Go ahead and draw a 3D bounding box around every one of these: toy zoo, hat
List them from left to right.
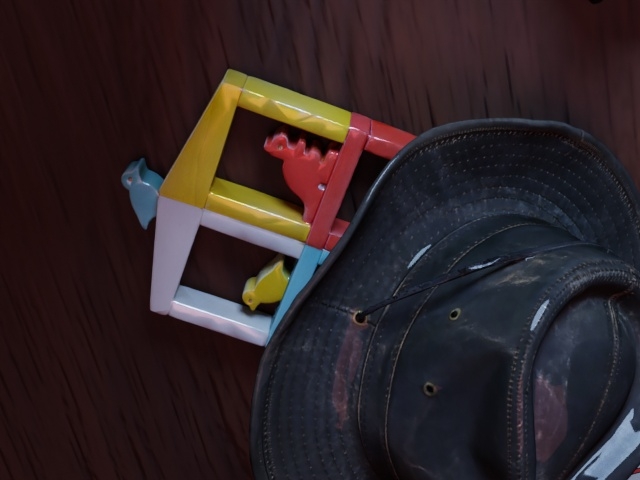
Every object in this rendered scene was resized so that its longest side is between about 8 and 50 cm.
[{"bbox_3d":[0.000,0.000,0.727,0.293,0.030,0.192,19,118,-6],"label":"toy zoo"},{"bbox_3d":[0.127,0.095,0.628,0.331,0.134,0.331,-11,114,-27],"label":"hat"}]

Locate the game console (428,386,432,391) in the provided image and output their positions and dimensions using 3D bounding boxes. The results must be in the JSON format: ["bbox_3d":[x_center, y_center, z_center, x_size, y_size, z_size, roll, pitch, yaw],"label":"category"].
[{"bbox_3d":[0.063,0.124,0.719,0.124,0.085,0.144,35,116,-6],"label":"game console"}]

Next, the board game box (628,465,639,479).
[{"bbox_3d":[0.265,0.248,0.827,0.317,0.046,0.213,-20,114,15],"label":"board game box"}]

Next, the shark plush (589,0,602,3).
[{"bbox_3d":[0.163,-0.210,0.606,0.067,0.073,0.161,-38,88,2],"label":"shark plush"}]
